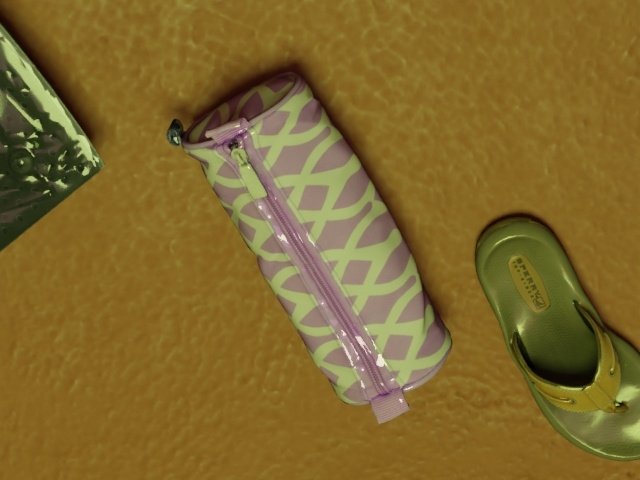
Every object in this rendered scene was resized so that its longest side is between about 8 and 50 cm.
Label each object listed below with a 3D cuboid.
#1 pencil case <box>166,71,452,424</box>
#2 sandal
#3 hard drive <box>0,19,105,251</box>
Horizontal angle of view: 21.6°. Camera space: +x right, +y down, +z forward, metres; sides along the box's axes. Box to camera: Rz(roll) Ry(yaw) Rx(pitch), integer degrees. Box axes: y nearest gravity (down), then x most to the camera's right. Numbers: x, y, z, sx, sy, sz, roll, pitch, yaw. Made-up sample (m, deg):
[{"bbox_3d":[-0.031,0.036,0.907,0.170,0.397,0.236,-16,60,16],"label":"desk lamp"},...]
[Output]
[{"bbox_3d":[0.000,0.000,0.978,0.086,0.088,0.206,-29,107,11],"label":"pencil case"},{"bbox_3d":[0.152,0.067,1.022,0.072,0.049,0.180,-30,106,9],"label":"sandal"},{"bbox_3d":[-0.261,-0.096,0.959,0.172,0.054,0.255,-38,105,11],"label":"hard drive"}]
